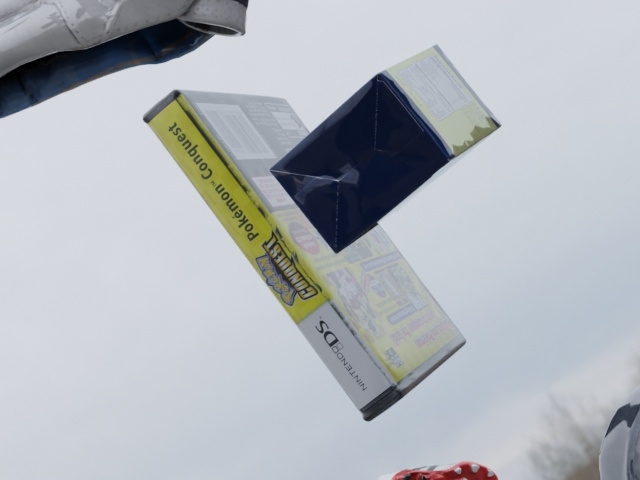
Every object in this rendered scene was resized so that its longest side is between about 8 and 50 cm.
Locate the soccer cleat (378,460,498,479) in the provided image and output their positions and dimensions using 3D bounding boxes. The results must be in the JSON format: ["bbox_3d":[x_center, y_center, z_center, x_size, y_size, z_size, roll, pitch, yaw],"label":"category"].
[{"bbox_3d":[0.077,0.158,1.033,0.083,0.029,0.035,0,-1,-27],"label":"soccer cleat"}]

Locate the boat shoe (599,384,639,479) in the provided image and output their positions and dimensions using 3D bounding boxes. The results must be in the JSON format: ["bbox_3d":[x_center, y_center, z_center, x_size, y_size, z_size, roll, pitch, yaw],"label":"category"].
[{"bbox_3d":[0.330,0.149,0.678,0.500,0.187,0.156,22,-17,-25],"label":"boat shoe"}]

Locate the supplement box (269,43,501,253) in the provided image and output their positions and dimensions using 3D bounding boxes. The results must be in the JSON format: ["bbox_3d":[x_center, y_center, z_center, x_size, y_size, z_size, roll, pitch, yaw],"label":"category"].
[{"bbox_3d":[0.034,-0.048,0.807,0.083,0.056,0.083,-39,-3,29],"label":"supplement box"}]

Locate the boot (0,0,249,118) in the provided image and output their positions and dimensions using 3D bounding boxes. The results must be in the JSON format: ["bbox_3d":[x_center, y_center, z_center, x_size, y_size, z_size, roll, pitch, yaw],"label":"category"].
[{"bbox_3d":[-0.037,-0.133,0.575,0.258,0.123,0.095,-22,-13,19],"label":"boot"}]

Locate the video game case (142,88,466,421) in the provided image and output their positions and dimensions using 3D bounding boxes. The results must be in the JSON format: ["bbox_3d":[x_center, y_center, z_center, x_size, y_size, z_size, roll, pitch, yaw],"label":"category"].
[{"bbox_3d":[0.000,0.000,1.143,0.035,0.248,0.275,-38,-6,13],"label":"video game case"}]
